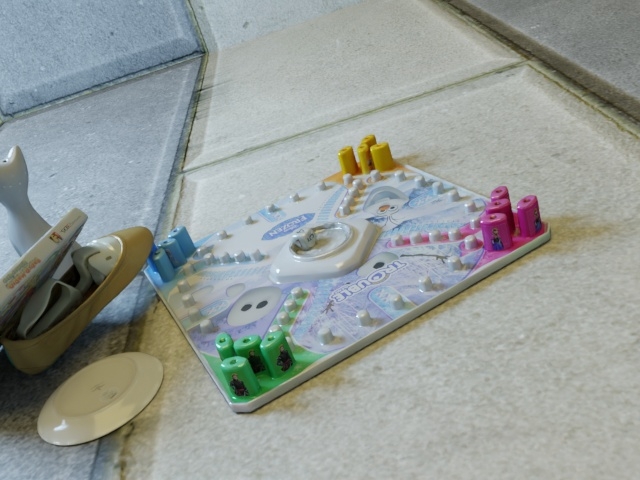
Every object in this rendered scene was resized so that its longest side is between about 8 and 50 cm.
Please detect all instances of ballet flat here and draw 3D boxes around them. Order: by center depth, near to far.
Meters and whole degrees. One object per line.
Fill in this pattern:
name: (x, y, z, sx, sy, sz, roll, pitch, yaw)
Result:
ballet flat: (-0.288, 0.055, 0.876, 0.080, 0.073, 0.232, 17, 59, 30)

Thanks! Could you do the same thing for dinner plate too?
dinner plate: (-0.235, 0.160, 0.771, 0.141, 0.017, 0.141, -14, 29, 8)

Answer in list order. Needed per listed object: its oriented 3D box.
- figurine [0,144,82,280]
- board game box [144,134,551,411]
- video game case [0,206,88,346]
figurine: (-0.455, -0.002, 0.998, 0.092, 0.210, 0.215, 6, 36, 40)
board game box: (0.000, 0.000, 0.878, 0.389, 0.050, 0.390, -27, 28, -16)
video game case: (-0.369, 0.087, 0.841, 0.227, 0.026, 0.206, -48, 10, 35)
